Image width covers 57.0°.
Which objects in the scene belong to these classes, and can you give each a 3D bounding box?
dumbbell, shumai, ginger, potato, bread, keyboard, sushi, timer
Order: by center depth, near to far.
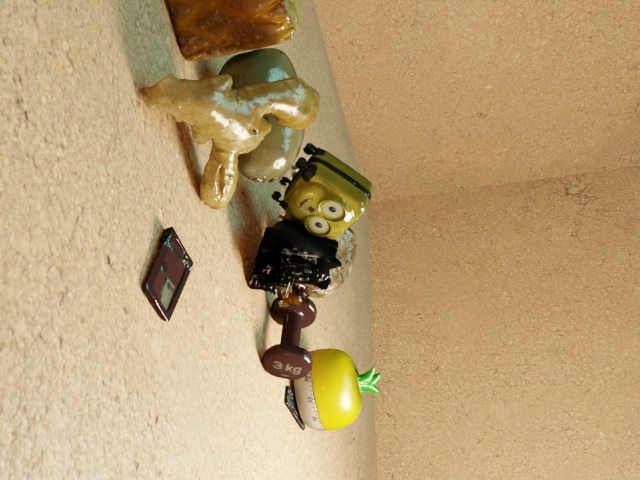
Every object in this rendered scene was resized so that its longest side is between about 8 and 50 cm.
[{"bbox_3d":[-0.163,-0.266,1.241,0.122,0.363,0.348,51,-5,29],"label":"ginger"},{"bbox_3d":[-0.196,-0.577,1.321,0.207,0.279,0.279,-81,159,-60],"label":"bread"},{"bbox_3d":[-0.149,-0.314,1.500,0.243,0.221,0.326,-64,147,-67],"label":"potato"},{"bbox_3d":[-0.084,0.071,1.620,0.227,0.215,0.212,-106,-140,-70],"label":"sushi"},{"bbox_3d":[-0.084,0.270,1.670,0.225,0.140,0.124,-87,-165,-47],"label":"dumbbell"},{"bbox_3d":[0.000,0.000,1.807,0.262,0.267,0.314,107,-19,-63],"label":"shumai"},{"bbox_3d":[-0.078,0.528,1.851,0.204,0.013,0.061,70,17,-47],"label":"keyboard"},{"bbox_3d":[0.067,0.474,1.911,0.285,0.285,0.285,-7,90,-78],"label":"timer"}]

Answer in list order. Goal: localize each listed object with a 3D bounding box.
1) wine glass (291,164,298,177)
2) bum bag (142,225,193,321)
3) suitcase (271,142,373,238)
[{"bbox_3d":[-0.088,-0.241,2.222,0.039,0.042,0.083,-33,126,-34],"label":"wine glass"},{"bbox_3d":[-0.288,0.063,1.108,0.159,0.026,0.109,-78,158,-44],"label":"bum bag"},{"bbox_3d":[0.007,-0.119,1.593,0.194,0.235,0.143,-47,-166,44],"label":"suitcase"}]
